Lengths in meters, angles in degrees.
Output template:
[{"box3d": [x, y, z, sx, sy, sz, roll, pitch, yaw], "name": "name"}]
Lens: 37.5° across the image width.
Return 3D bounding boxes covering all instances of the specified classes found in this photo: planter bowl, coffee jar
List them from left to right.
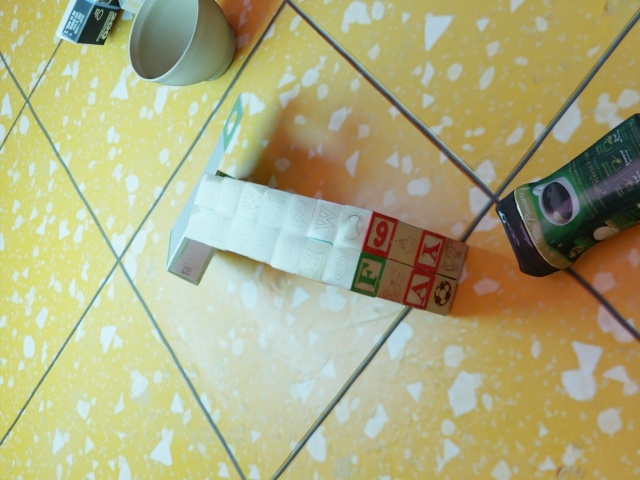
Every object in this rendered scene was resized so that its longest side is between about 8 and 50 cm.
[{"box3d": [-0.198, -0.302, 1.424, 0.162, 0.109, 0.162, -14, 69, 40], "name": "planter bowl"}, {"box3d": [0.267, -0.040, 0.941, 0.184, 0.079, 0.096, -33, 60, 31], "name": "coffee jar"}]

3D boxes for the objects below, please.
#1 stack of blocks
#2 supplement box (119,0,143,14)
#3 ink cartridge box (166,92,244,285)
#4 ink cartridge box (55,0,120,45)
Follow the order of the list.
[{"box3d": [0.000, 0.000, 1.115, 0.297, 0.171, 0.087, 16, 90, 45], "name": "stack of blocks"}, {"box3d": [-0.283, -0.420, 1.569, 0.098, 0.062, 0.036, -39, 57, 30], "name": "supplement box"}, {"box3d": [-0.138, -0.074, 1.288, 0.235, 0.056, 0.171, -60, 14, 13], "name": "ink cartridge box"}, {"box3d": [-0.359, -0.431, 1.602, 0.206, 0.045, 0.208, -62, 3, 12], "name": "ink cartridge box"}]
